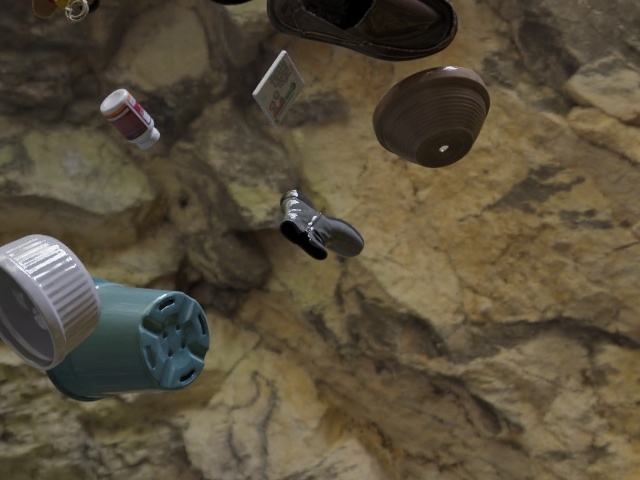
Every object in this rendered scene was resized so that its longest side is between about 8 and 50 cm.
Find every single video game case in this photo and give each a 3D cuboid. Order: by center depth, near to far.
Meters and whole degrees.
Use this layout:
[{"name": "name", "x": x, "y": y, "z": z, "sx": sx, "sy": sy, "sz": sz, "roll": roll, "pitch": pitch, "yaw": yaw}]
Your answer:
[{"name": "video game case", "x": -0.112, "y": -0.412, "z": 2.402, "sx": 0.019, "sy": 0.157, "sz": 0.143, "roll": 22, "pitch": -19, "yaw": 32}]

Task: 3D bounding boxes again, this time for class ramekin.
[{"name": "ramekin", "x": -0.439, "y": 0.089, "z": 1.376, "sx": 0.207, "sy": 0.109, "sz": 0.207, "roll": 25, "pitch": -46, "yaw": 30}]

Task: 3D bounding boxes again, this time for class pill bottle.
[{"name": "pill bottle", "x": -0.483, "y": -0.306, "z": 2.245, "sx": 0.152, "sy": 0.086, "sz": 0.086, "roll": 51, "pitch": -7, "yaw": -36}]

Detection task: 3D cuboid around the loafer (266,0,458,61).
[{"name": "loafer", "x": 0.090, "y": -0.406, "z": 1.597, "sx": 0.130, "sy": 0.365, "sz": 0.134, "roll": -174, "pitch": -95, "yaw": -74}]

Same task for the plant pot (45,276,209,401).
[{"name": "plant pot", "x": -0.496, "y": 0.264, "z": 2.318, "sx": 0.334, "sy": 0.341, "sz": 0.341, "roll": -3, "pitch": -84, "yaw": 36}]

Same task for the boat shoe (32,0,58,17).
[{"name": "boat shoe", "x": -0.583, "y": -0.559, "z": 1.925, "sx": 0.059, "sy": 0.063, "sz": 0.170, "roll": 167, "pitch": -57, "yaw": -73}]

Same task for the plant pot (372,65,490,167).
[{"name": "plant pot", "x": 0.228, "y": -0.219, "z": 1.719, "sx": 0.237, "sy": 0.237, "sz": 0.110, "roll": 119, "pitch": -37, "yaw": -50}]

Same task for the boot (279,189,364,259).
[{"name": "boot", "x": 0.000, "y": 0.000, "z": 2.011, "sx": 0.083, "sy": 0.246, "sz": 0.161, "roll": -46, "pitch": -155, "yaw": 24}]

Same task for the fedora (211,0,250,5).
[{"name": "fedora", "x": -0.203, "y": -0.651, "z": 1.764, "sx": 0.334, "sy": 0.152, "sz": 0.334, "roll": 2, "pitch": -86, "yaw": 28}]

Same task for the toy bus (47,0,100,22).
[{"name": "toy bus", "x": -0.422, "y": -0.457, "z": 1.520, "sx": 0.191, "sy": 0.104, "sz": 0.202, "roll": 18, "pitch": -100, "yaw": 21}]
